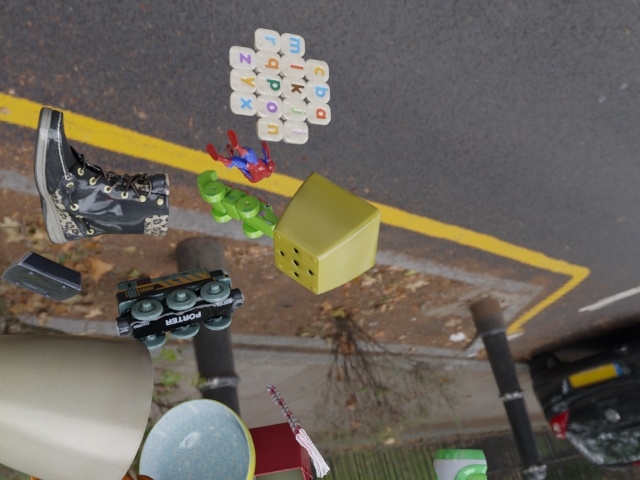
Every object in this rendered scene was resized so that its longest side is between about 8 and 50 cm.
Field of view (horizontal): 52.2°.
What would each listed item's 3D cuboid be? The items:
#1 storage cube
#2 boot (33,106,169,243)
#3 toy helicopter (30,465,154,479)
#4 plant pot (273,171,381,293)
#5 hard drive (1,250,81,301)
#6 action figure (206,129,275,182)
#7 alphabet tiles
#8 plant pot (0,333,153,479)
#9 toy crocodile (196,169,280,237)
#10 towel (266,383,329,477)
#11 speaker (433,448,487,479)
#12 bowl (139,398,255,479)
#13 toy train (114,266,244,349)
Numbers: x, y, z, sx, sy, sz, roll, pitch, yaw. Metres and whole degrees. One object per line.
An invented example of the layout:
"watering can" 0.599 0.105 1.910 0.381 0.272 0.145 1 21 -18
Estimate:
"storage cube" -0.134 0.718 2.080 0.215 0.193 0.183 -11 122 2
"boot" -0.491 -0.136 1.492 0.284 0.138 0.377 0 134 -14
"toy helicopter" -0.487 0.570 1.241 0.235 0.355 0.140 19 163 16
"plant pot" 0.000 0.000 1.588 0.187 0.212 0.212 -42 152 -32
"hard drive" -0.708 0.093 1.666 0.172 0.054 0.255 29 155 -26
"action figure" -0.193 -0.225 1.600 0.091 0.139 0.280 -29 162 11
"alphabet tiles" -0.101 -0.388 1.652 0.278 0.284 0.021 0 174 -29
"plant pot" -0.447 0.248 1.027 0.274 0.256 0.256 24 138 -33
"toy crocodile" -0.228 -0.100 1.850 0.105 0.340 0.115 -47 145 -26
"towel" -0.054 0.408 1.416 0.029 0.197 0.144 -33 119 -10
"speaker" 0.321 0.627 1.472 0.131 0.296 0.131 1 160 0
"bowl" -0.275 0.545 1.595 0.289 0.289 0.156 -18 153 9
"toy train" -0.375 0.159 1.703 0.334 0.190 0.142 -14 127 -21
